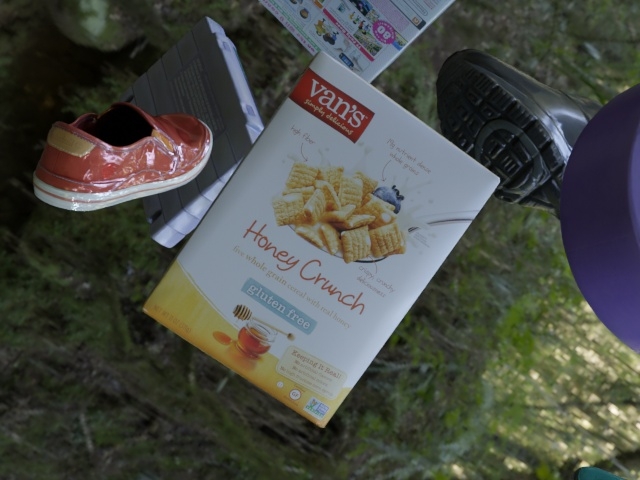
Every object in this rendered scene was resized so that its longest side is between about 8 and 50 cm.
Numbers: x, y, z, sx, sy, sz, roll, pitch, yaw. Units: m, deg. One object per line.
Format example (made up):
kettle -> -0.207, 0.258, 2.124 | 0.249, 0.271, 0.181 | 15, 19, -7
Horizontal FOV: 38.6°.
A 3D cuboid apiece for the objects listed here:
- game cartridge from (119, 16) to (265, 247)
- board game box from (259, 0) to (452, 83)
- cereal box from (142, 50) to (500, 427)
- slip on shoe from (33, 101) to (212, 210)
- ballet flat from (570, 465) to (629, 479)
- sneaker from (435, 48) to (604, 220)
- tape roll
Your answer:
game cartridge -> -0.204, -0.182, 1.456 | 0.230, 0.068, 0.355 | -35, -133, 16
board game box -> 0.057, -0.347, 1.148 | 0.097, 0.224, 0.303 | -48, -173, -32
cereal box -> 0.000, 0.000, 0.708 | 0.240, 0.173, 0.047 | -56, -172, 4
slip on shoe -> -0.231, -0.124, 1.152 | 0.331, 0.123, 0.101 | -33, 142, -62
ballet flat -> 0.445, 0.370, 1.242 | 0.072, 0.213, 0.068 | -39, 135, -44
sneaker -> 0.228, -0.082, 0.831 | 0.130, 0.286, 0.109 | -58, -168, -31
tape roll -> 0.243, -0.016, 0.529 | 0.189, 0.189, 0.080 | -57, -174, -13
